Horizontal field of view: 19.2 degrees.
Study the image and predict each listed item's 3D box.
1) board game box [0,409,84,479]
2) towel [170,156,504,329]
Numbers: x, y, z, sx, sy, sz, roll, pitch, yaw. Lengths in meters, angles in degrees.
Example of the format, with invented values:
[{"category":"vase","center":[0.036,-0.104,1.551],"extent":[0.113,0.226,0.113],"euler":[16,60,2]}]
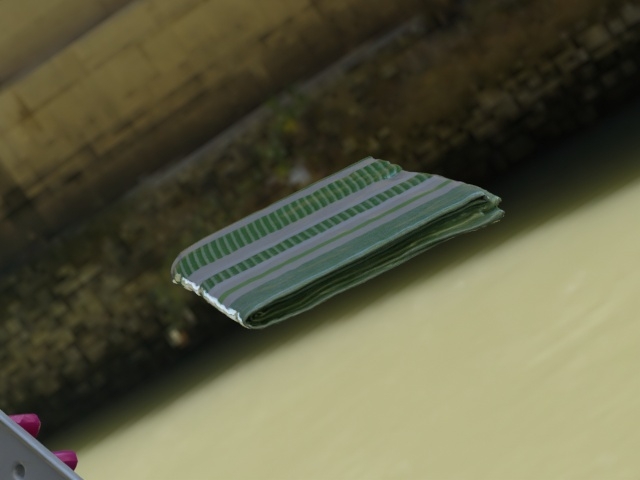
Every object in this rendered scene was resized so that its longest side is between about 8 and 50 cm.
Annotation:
[{"category":"board game box","center":[-0.156,0.366,1.242],"extent":[0.050,0.390,0.390],"euler":[1,-64,-50]},{"category":"towel","center":[0.000,0.000,1.693],"extent":[0.248,0.038,0.325],"euler":[-26,14,-13]}]
